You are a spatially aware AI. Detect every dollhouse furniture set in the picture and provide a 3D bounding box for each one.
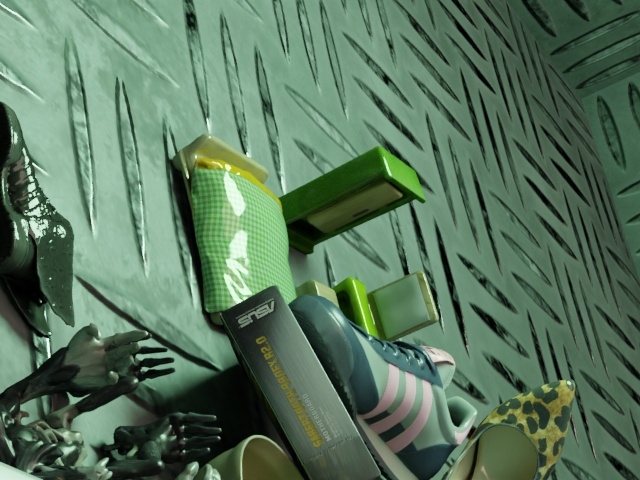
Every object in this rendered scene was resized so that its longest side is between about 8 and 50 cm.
[{"bbox_3d":[0.000,0.000,1.668,0.301,0.151,0.197,29,41,-59],"label":"dollhouse furniture set"}]

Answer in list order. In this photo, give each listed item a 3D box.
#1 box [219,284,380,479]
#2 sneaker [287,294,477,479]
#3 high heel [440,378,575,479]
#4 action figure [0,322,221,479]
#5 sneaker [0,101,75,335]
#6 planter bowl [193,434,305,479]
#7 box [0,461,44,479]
[{"bbox_3d":[-0.015,0.151,1.432,0.183,0.056,0.231,61,-6,13],"label":"box"},{"bbox_3d":[0.063,0.130,1.636,0.112,0.131,0.319,41,-12,39],"label":"sneaker"},{"bbox_3d":[0.168,0.252,1.667,0.093,0.261,0.186,41,14,9],"label":"high heel"},{"bbox_3d":[-0.154,0.140,1.133,0.164,0.141,0.275,65,16,-6],"label":"action figure"},{"bbox_3d":[-0.228,-0.017,1.258,0.089,0.051,0.170,34,41,-56],"label":"sneaker"},{"bbox_3d":[-0.067,0.246,1.268,0.162,0.109,0.162,57,18,-29],"label":"planter bowl"},{"bbox_3d":[-0.156,0.256,0.815,0.345,0.215,0.168,36,27,-47],"label":"box"}]
